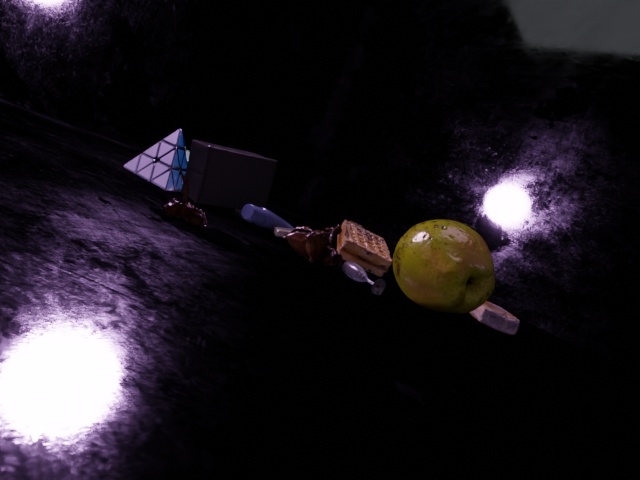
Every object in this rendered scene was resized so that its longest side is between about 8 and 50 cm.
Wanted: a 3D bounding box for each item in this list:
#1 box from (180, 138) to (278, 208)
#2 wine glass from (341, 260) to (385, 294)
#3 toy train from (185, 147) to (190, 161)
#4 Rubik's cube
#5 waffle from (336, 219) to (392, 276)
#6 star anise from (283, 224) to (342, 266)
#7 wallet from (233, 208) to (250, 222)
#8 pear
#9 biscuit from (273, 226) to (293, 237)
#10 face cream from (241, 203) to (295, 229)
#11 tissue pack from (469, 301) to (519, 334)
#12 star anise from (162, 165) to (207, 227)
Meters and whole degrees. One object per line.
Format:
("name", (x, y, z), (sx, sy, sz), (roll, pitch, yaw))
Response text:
("box", (-0.408, -0.285, 1.878), (0.345, 0.252, 0.204), (6, 15, -41))
("wine glass", (0.148, 0.128, 1.513), (0.066, 0.066, 0.198), (19, 8, -37))
("toy train", (-0.635, -0.386, 2.000), (0.149, 0.081, 0.099), (-13, 75, -57))
("Rubik's cube", (-0.683, -0.317, 1.860), (0.228, 0.233, 0.229), (-27, -83, 49))
("waffle", (0.212, 0.029, 2.082), (0.260, 0.114, 0.376), (24, 16, -4))
("star anise", (-0.003, 0.009, 1.589), (0.237, 0.148, 0.346), (27, 16, 11))
("wallet", (-0.340, -0.120, 1.947), (0.110, 0.040, 0.155), (25, 5, -1))
("pear", (0.480, 0.108, 1.608), (0.390, 0.392, 0.391), (23, 6, -2))
("biscuit", (-0.102, -0.026, 1.835), (0.199, 0.041, 0.121), (9, 5, -14))
("face cream", (-0.222, -0.086, 1.915), (0.135, 0.087, 0.385), (30, 3, 27))
("tissue pack", (0.786, 0.342, 1.938), (0.186, 0.090, 0.222), (21, 5, -1))
("star anise", (-0.405, -0.129, 1.302), (0.140, 0.144, 0.158), (29, 1, -32))
